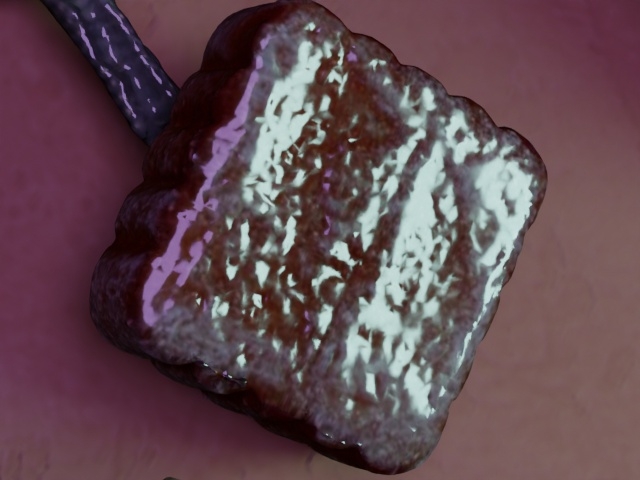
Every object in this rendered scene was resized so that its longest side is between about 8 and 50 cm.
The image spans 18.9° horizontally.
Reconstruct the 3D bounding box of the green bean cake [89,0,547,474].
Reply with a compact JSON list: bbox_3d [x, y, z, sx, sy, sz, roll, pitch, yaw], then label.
[{"bbox_3d":[0.000,0.000,0.671,0.136,0.056,0.135,30,76,-26],"label":"green bean cake"}]

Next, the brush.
[{"bbox_3d":[-0.142,-0.169,0.669,0.051,0.070,0.323,-34,93,-12],"label":"brush"}]

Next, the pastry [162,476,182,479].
[{"bbox_3d":[-0.084,0.267,0.517,0.410,0.245,0.409,2,82,-17],"label":"pastry"}]
